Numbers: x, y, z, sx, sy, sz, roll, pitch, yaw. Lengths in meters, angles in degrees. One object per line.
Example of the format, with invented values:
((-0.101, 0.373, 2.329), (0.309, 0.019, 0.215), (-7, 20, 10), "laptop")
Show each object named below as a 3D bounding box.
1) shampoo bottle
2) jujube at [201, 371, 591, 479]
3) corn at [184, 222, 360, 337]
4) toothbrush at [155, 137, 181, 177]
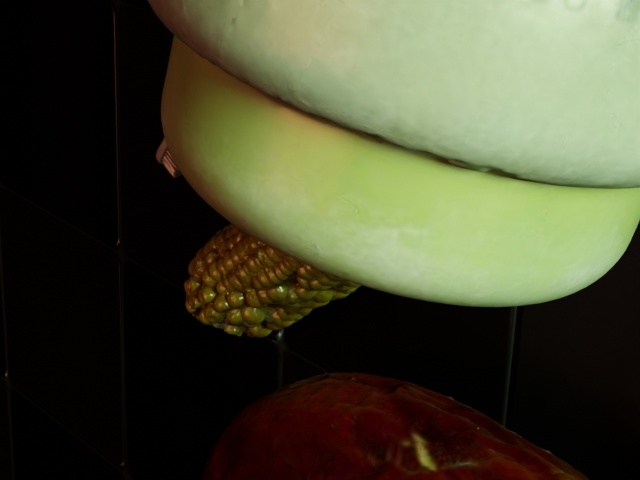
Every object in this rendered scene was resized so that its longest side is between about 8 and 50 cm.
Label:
((0.073, -0.151, 0.681), (0.322, 0.322, 0.317), (39, 124, 37), "shampoo bottle")
((0.056, 0.208, 0.933), (0.318, 0.223, 0.223), (9, 109, 45), "jujube")
((0.000, 0.000, 1.013), (0.320, 0.097, 0.097), (-29, 80, 50), "corn")
((-0.071, -0.147, 1.101), (0.030, 0.025, 0.307), (52, 138, 13), "toothbrush")
